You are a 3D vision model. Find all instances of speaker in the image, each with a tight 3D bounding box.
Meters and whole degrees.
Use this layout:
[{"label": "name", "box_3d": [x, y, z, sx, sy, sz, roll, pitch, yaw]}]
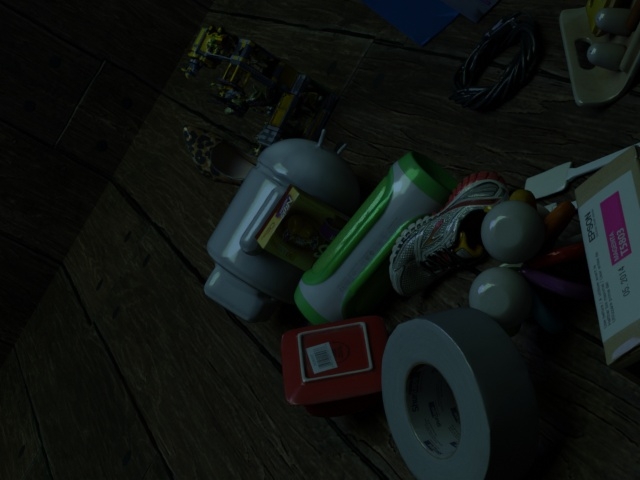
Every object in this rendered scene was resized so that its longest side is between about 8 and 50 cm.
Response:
[{"label": "speaker", "box_3d": [0.087, 0.009, 1.647, 0.296, 0.131, 0.131, -51, 27, 19]}]

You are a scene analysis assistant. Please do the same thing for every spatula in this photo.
[{"label": "spatula", "box_3d": [0.336, -0.043, 1.375, 0.242, 0.019, 0.168, -21, 40, 52]}]

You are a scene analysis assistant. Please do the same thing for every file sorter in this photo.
[{"label": "file sorter", "box_3d": [0.165, -0.463, 1.950, 0.118, 0.170, 0.104, -37, 30, 40]}]

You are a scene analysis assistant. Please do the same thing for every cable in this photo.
[{"label": "cable", "box_3d": [0.276, -0.271, 1.699, 0.184, 0.047, 0.150, -39, 37, 32]}]

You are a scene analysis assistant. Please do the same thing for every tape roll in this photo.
[{"label": "tape roll", "box_3d": [0.158, 0.191, 1.257, 0.219, 0.072, 0.219, 32, 127, 54]}]

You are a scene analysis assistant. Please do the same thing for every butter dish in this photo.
[{"label": "butter dish", "box_3d": [0.029, 0.204, 1.577, 0.160, 0.118, 0.160, -10, 38, 1]}]

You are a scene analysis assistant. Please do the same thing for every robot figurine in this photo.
[{"label": "robot figurine", "box_3d": [-0.063, -0.029, 1.876, 0.353, 0.200, 0.300, -59, -7, 5]}]

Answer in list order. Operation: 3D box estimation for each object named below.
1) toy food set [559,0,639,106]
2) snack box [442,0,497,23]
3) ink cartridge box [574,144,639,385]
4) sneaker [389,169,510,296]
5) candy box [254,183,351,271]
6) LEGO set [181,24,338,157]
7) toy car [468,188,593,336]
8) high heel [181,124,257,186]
[{"label": "toy food set", "box_3d": [0.387, -0.359, 1.409, 0.306, 0.092, 0.219, 106, 171, -45]}, {"label": "snack box", "box_3d": [0.220, -0.499, 1.876, 0.070, 0.174, 0.207, -44, 30, 37]}, {"label": "ink cartridge box", "box_3d": [0.352, 0.050, 1.038, 0.088, 0.193, 0.234, -40, 32, 36]}, {"label": "sneaker", "box_3d": [0.181, 0.001, 1.527, 0.225, 0.088, 0.092, -48, 30, 25]}, {"label": "candy box", "box_3d": [0.000, 0.000, 1.744, 0.109, 0.187, 0.053, -55, 29, 9]}, {"label": "LEGO set", "box_3d": [-0.142, -0.277, 2.191, 0.255, 0.331, 0.192, 24, 87, 44]}, {"label": "toy car", "box_3d": [0.264, 0.034, 1.297, 0.136, 0.159, 0.182, 12, 96, 20]}, {"label": "high heel", "box_3d": [-0.143, -0.157, 2.100, 0.186, 0.261, 0.093, -22, 29, 56]}]
